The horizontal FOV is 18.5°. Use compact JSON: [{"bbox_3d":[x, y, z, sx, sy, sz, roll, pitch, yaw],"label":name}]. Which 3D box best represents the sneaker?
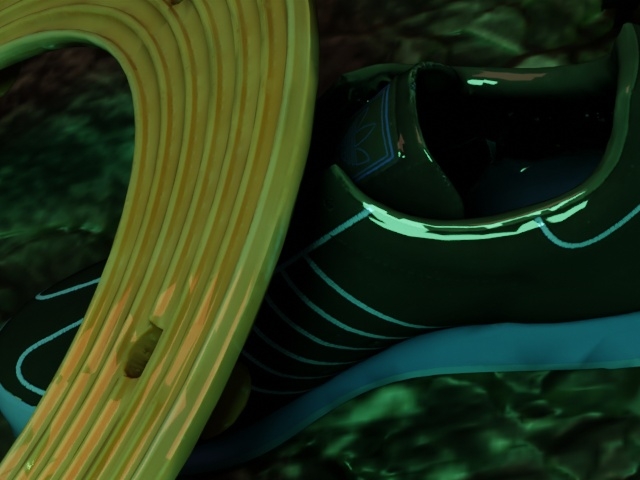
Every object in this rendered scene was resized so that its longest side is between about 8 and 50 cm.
[{"bbox_3d":[0.000,0.000,0.543,0.232,0.090,0.081,-15,43,17],"label":"sneaker"}]

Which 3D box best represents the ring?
[{"bbox_3d":[-0.121,0.037,0.565,0.336,0.032,0.336,-33,35,27],"label":"ring"}]
